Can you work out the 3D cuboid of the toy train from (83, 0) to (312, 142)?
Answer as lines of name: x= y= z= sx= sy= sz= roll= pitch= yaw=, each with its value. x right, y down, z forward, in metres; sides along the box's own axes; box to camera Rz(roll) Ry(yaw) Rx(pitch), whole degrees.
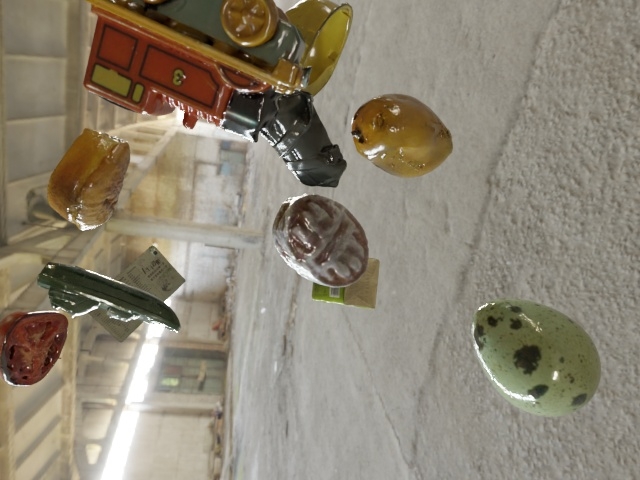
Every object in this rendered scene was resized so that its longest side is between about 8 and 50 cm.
toy train: x=-0.198 y=-0.286 z=0.722 sx=0.163 sy=0.369 sz=0.231 roll=-74 pitch=8 yaw=-72

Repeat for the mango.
mango: x=0.168 y=-0.203 z=0.944 sx=0.156 sy=0.249 sz=0.151 roll=12 pitch=89 yaw=50

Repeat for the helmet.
helmet: x=-0.036 y=-0.482 z=1.163 sx=0.205 sy=0.140 sz=0.257 roll=-50 pitch=-7 yaw=-30

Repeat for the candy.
candy: x=0.000 y=0.000 z=1.314 sx=0.214 sy=0.289 sz=0.157 roll=-53 pitch=25 yaw=-16

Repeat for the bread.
bread: x=-0.545 y=-0.123 z=1.117 sx=0.260 sy=0.129 sz=0.134 roll=-59 pitch=9 yaw=25

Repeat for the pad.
pad: x=-0.547 y=0.158 z=1.441 sx=0.265 sy=0.159 sz=0.009 roll=-47 pitch=27 yaw=-22

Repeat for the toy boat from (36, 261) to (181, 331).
toy boat: x=-0.379 y=0.118 z=0.877 sx=0.078 sy=0.260 sz=0.085 roll=-28 pitch=41 yaw=59

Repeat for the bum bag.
bum bag: x=-0.031 y=-0.225 z=1.126 sx=0.326 sy=0.142 sz=0.079 roll=48 pitch=-166 yaw=-48

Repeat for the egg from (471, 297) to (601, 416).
egg: x=0.360 y=0.191 z=0.823 sx=0.177 sy=0.228 sz=0.177 roll=-47 pitch=-3 yaw=-3

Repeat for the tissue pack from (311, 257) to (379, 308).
tissue pack: x=0.099 y=0.166 z=1.976 sx=0.275 sy=0.167 sz=0.200 roll=-6 pitch=75 yaw=63

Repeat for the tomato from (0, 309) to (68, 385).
tomato: x=-0.648 y=0.226 z=1.047 sx=0.166 sy=0.082 sz=0.174 roll=14 pitch=-85 yaw=-74
